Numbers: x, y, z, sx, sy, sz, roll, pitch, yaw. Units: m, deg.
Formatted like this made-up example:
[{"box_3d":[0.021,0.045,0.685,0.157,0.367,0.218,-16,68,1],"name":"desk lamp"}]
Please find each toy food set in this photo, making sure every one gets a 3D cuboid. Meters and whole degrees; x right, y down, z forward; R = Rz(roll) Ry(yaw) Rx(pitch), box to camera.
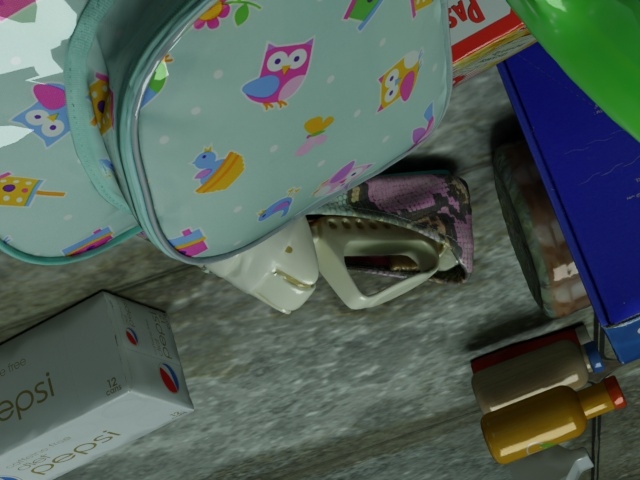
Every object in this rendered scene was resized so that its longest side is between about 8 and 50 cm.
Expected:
[{"box_3d":[0.189,0.136,1.242,0.104,0.111,0.232,-21,154,9],"name":"toy food set"}]

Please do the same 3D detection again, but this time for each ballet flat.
[{"box_3d":[0.000,0.000,0.849,0.221,0.079,0.077,0,152,-36],"name":"ballet flat"}]

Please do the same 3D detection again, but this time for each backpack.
[{"box_3d":[-0.053,-0.077,0.509,0.188,0.144,0.166,-27,148,-12],"name":"backpack"}]

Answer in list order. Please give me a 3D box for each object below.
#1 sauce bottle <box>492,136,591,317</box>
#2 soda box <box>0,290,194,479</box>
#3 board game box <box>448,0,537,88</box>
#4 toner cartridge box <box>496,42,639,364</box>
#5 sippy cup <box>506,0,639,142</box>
[{"box_3d":[0.271,-0.060,0.879,0.344,0.111,0.111,-21,157,2],"name":"sauce bottle"},{"box_3d":[-0.190,0.111,0.971,0.216,0.069,0.074,-28,154,19],"name":"soda box"},{"box_3d":[0.030,-0.079,0.674,0.193,0.045,0.147,-28,179,23],"name":"board game box"},{"box_3d":[0.275,-0.081,0.763,0.347,0.165,0.075,-22,157,9],"name":"toner cartridge box"},{"box_3d":[0.197,-0.148,0.513,0.224,0.240,0.305,-49,178,34],"name":"sippy cup"}]
